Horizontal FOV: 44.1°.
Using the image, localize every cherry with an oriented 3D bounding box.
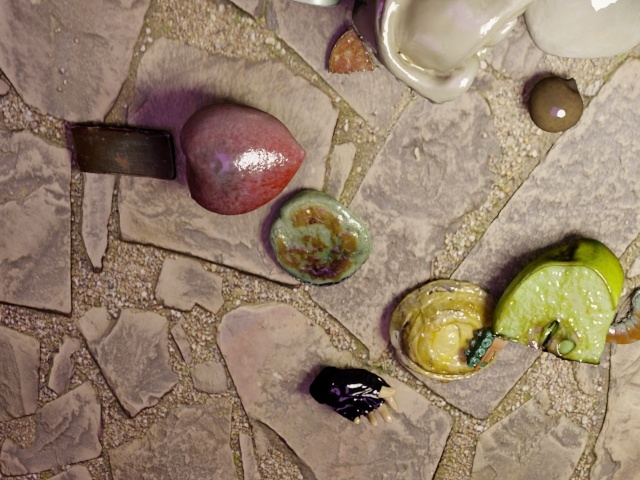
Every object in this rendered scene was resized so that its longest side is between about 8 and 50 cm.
[{"bbox_3d":[-0.166,-0.172,1.613,0.239,0.206,0.239,-10,112,-25],"label":"cherry"}]

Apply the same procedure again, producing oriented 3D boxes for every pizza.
[{"bbox_3d":[0.053,-0.365,1.569,0.099,0.029,0.100,-25,110,28],"label":"pizza"}]

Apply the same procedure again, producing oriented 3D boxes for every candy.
[{"bbox_3d":[0.484,-0.441,1.347,0.295,0.185,0.295,-9,123,-13],"label":"candy"}]

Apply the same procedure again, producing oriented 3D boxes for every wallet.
[{"bbox_3d":[-0.428,-0.196,1.724,0.232,0.031,0.122,6,123,7],"label":"wallet"}]

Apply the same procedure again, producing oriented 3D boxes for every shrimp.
[{"bbox_3d":[0.660,0.158,1.753,0.166,0.049,0.161,12,121,11],"label":"shrimp"}]

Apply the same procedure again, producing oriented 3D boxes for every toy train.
[{"bbox_3d":[0.363,0.243,1.749,0.064,0.044,0.103,16,116,-24],"label":"toy train"}]

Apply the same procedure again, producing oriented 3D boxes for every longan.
[{"bbox_3d":[0.456,-0.265,1.526,0.113,0.092,0.113,1,93,11],"label":"longan"}]

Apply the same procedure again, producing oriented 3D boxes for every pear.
[{"bbox_3d":[0.506,0.108,1.683,0.238,0.164,0.255,15,112,14],"label":"pear"}]

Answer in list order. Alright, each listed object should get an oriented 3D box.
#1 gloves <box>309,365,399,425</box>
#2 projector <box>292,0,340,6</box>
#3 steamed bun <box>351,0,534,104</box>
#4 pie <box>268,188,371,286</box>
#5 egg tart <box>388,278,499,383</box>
[{"bbox_3d":[0.097,0.376,1.908,0.203,0.124,0.164,21,142,-27],"label":"gloves"},{"bbox_3d":[-0.055,-0.564,1.348,0.248,0.248,0.249,14,119,1],"label":"projector"},{"bbox_3d":[0.189,-0.419,1.318,0.255,0.368,0.342,25,114,-13],"label":"steamed bun"},{"bbox_3d":[0.000,0.000,1.754,0.240,0.054,0.240,4,120,8],"label":"pie"},{"bbox_3d":[0.295,0.218,1.803,0.279,0.095,0.279,1,117,2],"label":"egg tart"}]
